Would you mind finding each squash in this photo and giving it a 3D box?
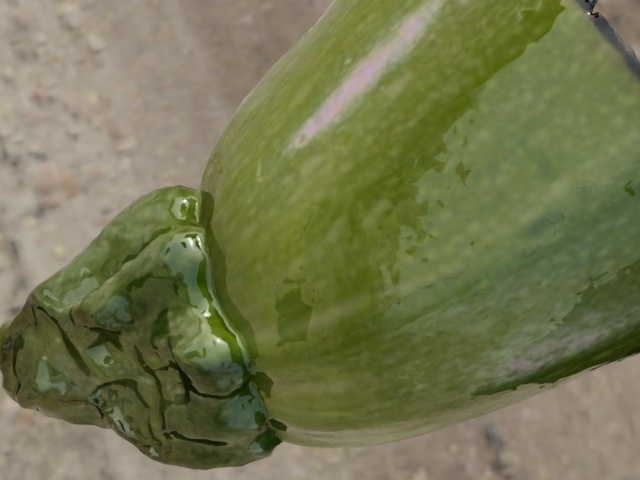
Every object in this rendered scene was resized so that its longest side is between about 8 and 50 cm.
[{"bbox_3d":[0.002,0.009,0.381,0.105,0.132,0.105,54,-6,9],"label":"squash"}]
